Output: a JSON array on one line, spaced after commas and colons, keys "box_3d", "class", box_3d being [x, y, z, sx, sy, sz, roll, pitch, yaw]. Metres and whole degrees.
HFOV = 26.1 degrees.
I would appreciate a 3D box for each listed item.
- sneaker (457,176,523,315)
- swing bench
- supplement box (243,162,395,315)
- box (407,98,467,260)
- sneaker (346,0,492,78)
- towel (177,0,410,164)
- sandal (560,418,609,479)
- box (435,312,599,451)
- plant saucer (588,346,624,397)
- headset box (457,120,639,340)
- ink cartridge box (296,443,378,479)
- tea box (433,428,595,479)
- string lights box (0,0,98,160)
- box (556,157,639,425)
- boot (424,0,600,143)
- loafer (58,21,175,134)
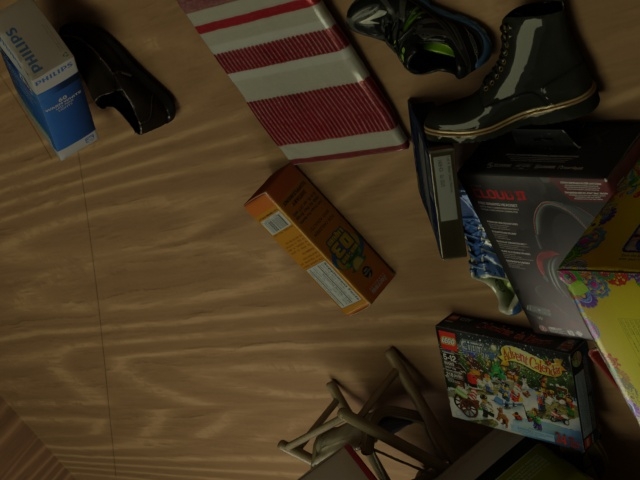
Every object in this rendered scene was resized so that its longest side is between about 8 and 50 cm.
[{"box_3d": [0.224, 0.004, 1.782, 0.211, 0.081, 0.080, 54, 149, -15], "class": "sneaker"}, {"box_3d": [0.110, 0.343, 2.268, 0.255, 0.165, 0.253, 44, 148, -4], "class": "swing bench"}, {"box_3d": [0.000, 0.000, 2.036, 0.233, 0.078, 0.080, 47, 146, -11], "class": "supplement box"}, {"box_3d": [0.140, -0.083, 1.675, 0.225, 0.037, 0.136, -101, 1, -67], "class": "box"}, {"box_3d": [0.106, -0.239, 1.605, 0.188, 0.078, 0.067, 25, 146, 26], "class": "sneaker"}, {"box_3d": [-0.041, -0.242, 1.814, 0.237, 0.037, 0.329, -3, 130, 48], "class": "towel"}, {"box_3d": [0.374, 0.267, 1.992, 0.072, 0.049, 0.180, -14, 105, 48], "class": "sandal"}, {"box_3d": [0.279, 0.200, 1.969, 0.233, 0.044, 0.159, 9, 122, 42], "class": "box"}, {"box_3d": [0.508, 0.199, 1.745, 0.258, 0.047, 0.259, 48, 148, -12], "class": "plant saucer"}, {"box_3d": [0.310, -0.019, 1.624, 0.218, 0.110, 0.293, 6, 135, 46], "class": "headset box"}, {"box_3d": [0.105, 0.493, 2.120, 0.306, 0.131, 0.226, 54, 175, -31], "class": "ink cartridge box"}, {"box_3d": [0.346, 0.496, 2.047, 0.329, 0.220, 0.323, 55, 171, -23], "class": "tea box"}, {"box_3d": [-0.422, -0.244, 2.115, 0.133, 0.077, 0.259, 53, 166, 18], "class": "string lights box"}, {"box_3d": [0.430, 0.049, 1.409, 0.177, 0.279, 0.290, 1, 132, 48], "class": "box"}, {"box_3d": [0.197, -0.192, 1.533, 0.198, 0.077, 0.137, -14, 120, 15], "class": "boot"}, {"box_3d": [-0.319, -0.243, 2.081, 0.220, 0.078, 0.080, 40, 150, 4], "class": "loafer"}]
